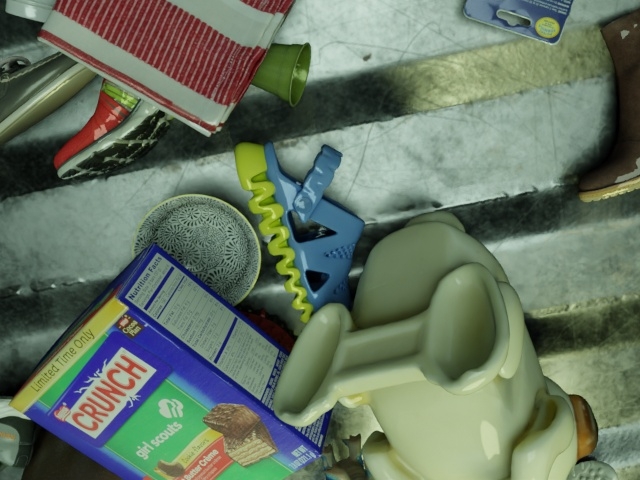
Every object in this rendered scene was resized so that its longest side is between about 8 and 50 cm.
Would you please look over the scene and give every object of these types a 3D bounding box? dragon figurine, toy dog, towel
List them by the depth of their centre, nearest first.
[{"bbox_3d":[-0.147,-0.318,0.790,0.237,0.037,0.329,29,80,-7],"label":"towel"},{"bbox_3d":[0.181,0.201,0.865,0.284,0.395,0.408,-25,120,24],"label":"toy dog"},{"bbox_3d":[0.055,0.365,0.923,0.085,0.289,0.144,-17,95,-15],"label":"dragon figurine"}]

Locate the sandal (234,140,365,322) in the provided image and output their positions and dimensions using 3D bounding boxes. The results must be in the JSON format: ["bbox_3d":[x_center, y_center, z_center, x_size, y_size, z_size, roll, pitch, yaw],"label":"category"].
[{"bbox_3d":[0.000,0.000,0.896,0.138,0.126,0.317,-21,105,1],"label":"sandal"}]

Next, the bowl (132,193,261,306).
[{"bbox_3d":[-0.164,0.012,0.915,0.170,0.080,0.170,0,104,-1],"label":"bowl"}]

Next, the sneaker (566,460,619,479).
[{"bbox_3d":[0.405,0.446,1.042,0.095,0.090,0.235,18,108,-18],"label":"sneaker"}]

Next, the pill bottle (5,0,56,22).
[{"bbox_3d":[-0.339,-0.352,0.813,0.087,0.087,0.160,14,104,-4],"label":"pill bottle"}]

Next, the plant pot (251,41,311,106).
[{"bbox_3d":[-0.062,-0.224,0.861,0.079,0.083,0.083,17,104,8],"label":"plant pot"}]

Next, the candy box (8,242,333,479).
[{"bbox_3d":[-0.186,0.201,0.861,0.317,0.122,0.268,41,121,-14],"label":"candy box"}]

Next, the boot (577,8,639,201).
[{"bbox_3d":[0.417,-0.187,0.882,0.248,0.090,0.207,-30,91,8],"label":"boot"}]

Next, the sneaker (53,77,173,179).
[{"bbox_3d":[-0.247,-0.191,0.866,0.279,0.107,0.118,-42,85,5],"label":"sneaker"}]

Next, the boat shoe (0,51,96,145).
[{"bbox_3d":[-0.424,-0.162,0.834,0.335,0.112,0.095,-30,102,20],"label":"boat shoe"}]

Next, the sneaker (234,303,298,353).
[{"bbox_3d":[-0.149,0.155,0.959,0.262,0.104,0.125,20,121,-1],"label":"sneaker"}]

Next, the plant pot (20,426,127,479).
[{"bbox_3d":[-0.332,0.364,0.928,0.215,0.230,0.215,0,105,-1],"label":"plant pot"}]

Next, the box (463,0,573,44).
[{"bbox_3d":[0.274,-0.375,0.839,0.136,0.036,0.225,17,103,-4],"label":"box"}]

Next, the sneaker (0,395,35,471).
[{"bbox_3d":[-0.515,0.300,0.943,0.271,0.100,0.108,-21,64,21],"label":"sneaker"}]
